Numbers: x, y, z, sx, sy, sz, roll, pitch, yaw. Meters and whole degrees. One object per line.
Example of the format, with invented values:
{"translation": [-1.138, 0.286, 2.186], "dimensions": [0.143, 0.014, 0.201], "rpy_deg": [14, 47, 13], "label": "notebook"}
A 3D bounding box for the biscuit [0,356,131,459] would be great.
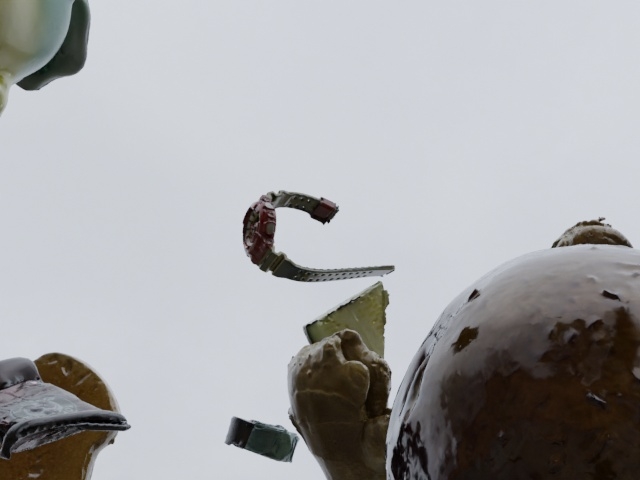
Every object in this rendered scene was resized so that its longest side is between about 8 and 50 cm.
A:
{"translation": [-0.356, 0.204, 1.125], "dimensions": [0.235, 0.151, 0.063], "rpy_deg": [10, -72, 42], "label": "biscuit"}

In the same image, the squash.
{"translation": [0.089, 0.220, 1.585], "dimensions": [0.252, 0.169, 0.093], "rpy_deg": [60, -20, 1], "label": "squash"}

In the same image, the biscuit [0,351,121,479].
{"translation": [-0.473, 0.350, 1.510], "dimensions": [0.287, 0.344, 0.057], "rpy_deg": [40, -24, 26], "label": "biscuit"}

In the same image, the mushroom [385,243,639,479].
{"translation": [0.211, 0.193, 0.744], "dimensions": [0.334, 0.331, 0.356], "rpy_deg": [-40, -96, 14], "label": "mushroom"}

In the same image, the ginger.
{"translation": [0.086, 0.314, 1.419], "dimensions": [0.236, 0.166, 0.375], "rpy_deg": [-29, -76, 28], "label": "ginger"}

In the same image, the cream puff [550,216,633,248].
{"translation": [0.417, 0.037, 1.434], "dimensions": [0.126, 0.103, 0.144], "rpy_deg": [-24, -78, 9], "label": "cream puff"}

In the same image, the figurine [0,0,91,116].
{"translation": [-0.425, -0.298, 1.157], "dimensions": [0.232, 0.340, 0.323], "rpy_deg": [-17, -86, 7], "label": "figurine"}

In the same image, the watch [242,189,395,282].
{"translation": [-0.007, -0.005, 1.658], "dimensions": [0.268, 0.164, 0.102], "rpy_deg": [1, -30, -29], "label": "watch"}

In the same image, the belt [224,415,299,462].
{"translation": [-0.099, 0.333, 1.576], "dimensions": [0.140, 0.058, 0.105], "rpy_deg": [6, -16, 41], "label": "belt"}
